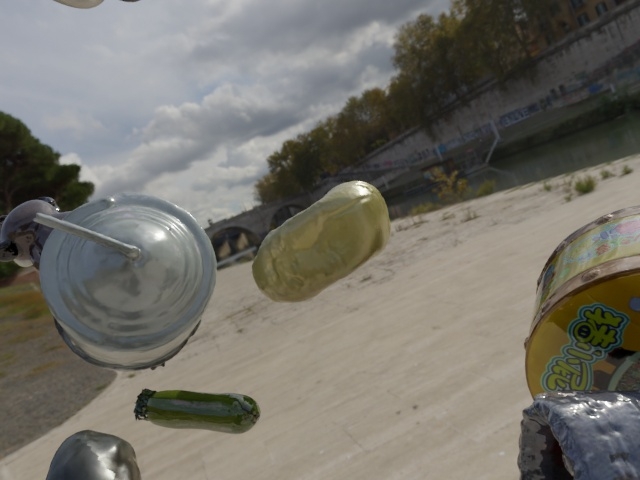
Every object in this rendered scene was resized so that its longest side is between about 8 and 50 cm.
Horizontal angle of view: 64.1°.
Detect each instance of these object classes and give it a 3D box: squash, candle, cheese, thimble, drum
[{"bbox_3d":[-0.157,0.217,0.651,0.183,0.052,0.052,-4,10,20],"label":"squash"},{"bbox_3d":[-0.259,0.064,0.710,0.221,0.221,0.342,-25,-7,-26],"label":"candle"},{"bbox_3d":[0.000,0.000,0.778,0.225,0.117,0.214,-30,5,11],"label":"cheese"},{"bbox_3d":[0.340,0.293,0.595,0.172,0.237,0.205,-4,-19,-4],"label":"thimble"},{"bbox_3d":[0.550,0.162,0.810,0.431,0.431,0.214,-21,16,37],"label":"drum"}]

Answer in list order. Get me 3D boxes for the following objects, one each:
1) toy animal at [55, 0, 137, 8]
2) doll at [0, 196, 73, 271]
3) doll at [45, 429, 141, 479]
[{"bbox_3d":[-0.394,-0.492,0.855,0.165,0.187,0.235,20,34,28],"label":"toy animal"},{"bbox_3d":[-0.504,-0.003,0.995,0.257,0.117,0.182,10,38,4],"label":"doll"},{"bbox_3d":[-0.150,0.300,0.204,0.252,0.383,0.378,-8,-10,43],"label":"doll"}]
